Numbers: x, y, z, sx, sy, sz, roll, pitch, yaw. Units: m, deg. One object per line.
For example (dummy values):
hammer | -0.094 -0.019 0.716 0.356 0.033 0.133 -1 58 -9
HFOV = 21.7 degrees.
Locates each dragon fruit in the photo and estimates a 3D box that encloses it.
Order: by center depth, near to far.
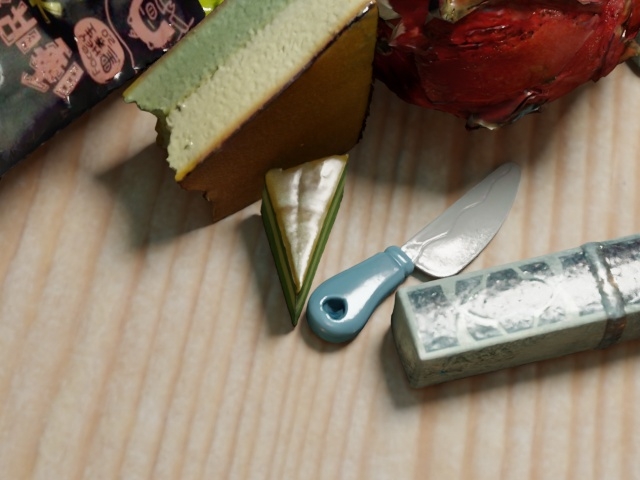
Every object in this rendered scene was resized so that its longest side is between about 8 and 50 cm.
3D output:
dragon fruit | 0.148 -0.244 1.392 0.301 0.295 0.295 -42 72 -15

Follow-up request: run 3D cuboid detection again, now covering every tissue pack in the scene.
tissue pack | -0.257 -0.198 1.322 0.332 0.123 0.245 -46 113 -48

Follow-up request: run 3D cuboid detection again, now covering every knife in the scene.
knife | 0.090 0.011 1.396 0.244 0.032 0.058 -33 66 -23

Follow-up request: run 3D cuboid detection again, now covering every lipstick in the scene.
lipstick | 0.200 0.051 1.351 0.289 0.076 0.077 -13 66 -8

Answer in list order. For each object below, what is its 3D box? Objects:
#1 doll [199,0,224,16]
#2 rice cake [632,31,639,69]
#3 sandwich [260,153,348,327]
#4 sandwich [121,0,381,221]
doll | -0.103 -0.369 1.498 0.346 0.099 0.341 -43 83 -5
rice cake | 0.245 -0.301 1.545 0.063 0.066 0.336 -19 66 -23
sandwich | 0.000 0.000 1.364 0.074 0.074 0.116 -12 65 -10
sandwich | -0.057 -0.125 1.344 0.186 0.220 0.108 -28 69 -17
